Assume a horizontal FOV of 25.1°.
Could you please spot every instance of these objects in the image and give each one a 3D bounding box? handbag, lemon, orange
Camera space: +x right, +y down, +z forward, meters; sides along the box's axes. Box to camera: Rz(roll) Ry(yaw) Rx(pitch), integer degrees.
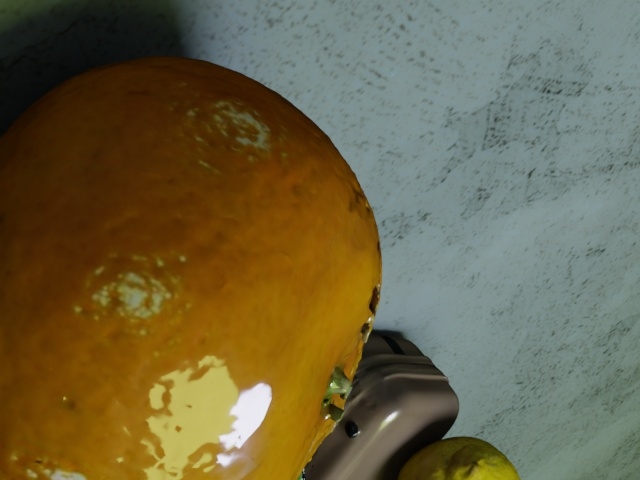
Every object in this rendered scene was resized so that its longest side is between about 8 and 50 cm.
[{"bbox_3d":[0.054,0.265,1.915,0.283,0.149,0.302,4,128,-50],"label":"handbag"},{"bbox_3d":[0.178,0.337,1.846,0.170,0.170,0.207,-32,145,-13],"label":"lemon"},{"bbox_3d":[-0.129,0.070,1.145,0.424,0.326,0.424,21,90,-84],"label":"orange"}]

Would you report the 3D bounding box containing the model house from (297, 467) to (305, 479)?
[{"bbox_3d":[-0.119,0.311,1.735,0.207,0.294,0.154,-2,-170,-2],"label":"model house"}]
